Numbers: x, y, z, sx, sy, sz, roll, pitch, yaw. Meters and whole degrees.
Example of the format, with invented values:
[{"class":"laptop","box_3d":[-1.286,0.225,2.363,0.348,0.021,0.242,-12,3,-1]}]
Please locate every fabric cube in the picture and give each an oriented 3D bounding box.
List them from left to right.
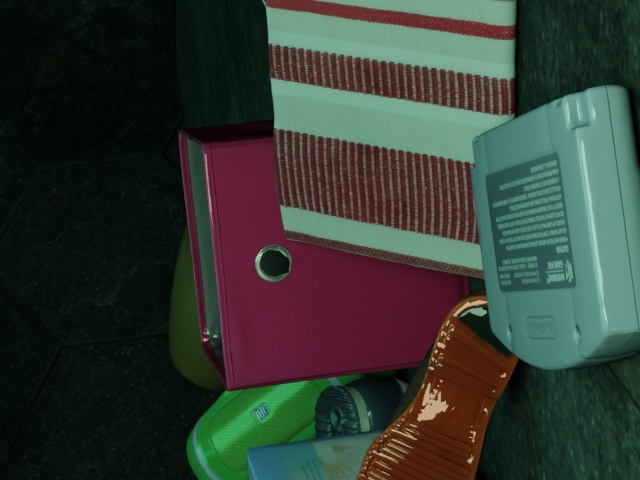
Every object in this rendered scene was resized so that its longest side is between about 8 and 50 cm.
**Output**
[{"class":"fabric cube","box_3d":[0.000,0.000,1.692,0.259,0.258,0.254,-143,47,-77]}]

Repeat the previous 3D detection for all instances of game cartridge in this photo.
[{"class":"game cartridge","box_3d":[0.182,-0.001,1.227,0.297,0.062,0.198,165,94,-80]}]

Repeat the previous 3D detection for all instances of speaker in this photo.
[{"class":"speaker","box_3d":[-0.040,0.213,2.058,0.296,0.131,0.131,-40,46,31]}]

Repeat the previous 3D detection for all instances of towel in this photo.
[{"class":"towel","box_3d":[0.064,-0.132,1.426,0.037,0.237,0.329,-42,-43,-51]}]

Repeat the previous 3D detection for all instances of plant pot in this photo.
[{"class":"plant pot","box_3d":[-0.102,0.078,2.122,0.254,0.237,0.237,-59,33,39]}]

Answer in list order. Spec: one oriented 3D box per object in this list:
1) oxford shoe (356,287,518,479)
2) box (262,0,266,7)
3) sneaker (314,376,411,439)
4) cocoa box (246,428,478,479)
[{"class":"oxford shoe","box_3d":[0.111,0.168,1.474,0.271,0.097,0.098,-61,-2,12]},{"class":"box","box_3d":[-0.057,-0.389,1.846,0.242,0.076,0.307,61,-167,-22]},{"class":"sneaker","box_3d":[0.075,0.314,1.889,0.112,0.131,0.319,18,114,51]},{"class":"cocoa box","box_3d":[0.065,0.362,1.634,0.347,0.231,0.228,-124,28,-70]}]
